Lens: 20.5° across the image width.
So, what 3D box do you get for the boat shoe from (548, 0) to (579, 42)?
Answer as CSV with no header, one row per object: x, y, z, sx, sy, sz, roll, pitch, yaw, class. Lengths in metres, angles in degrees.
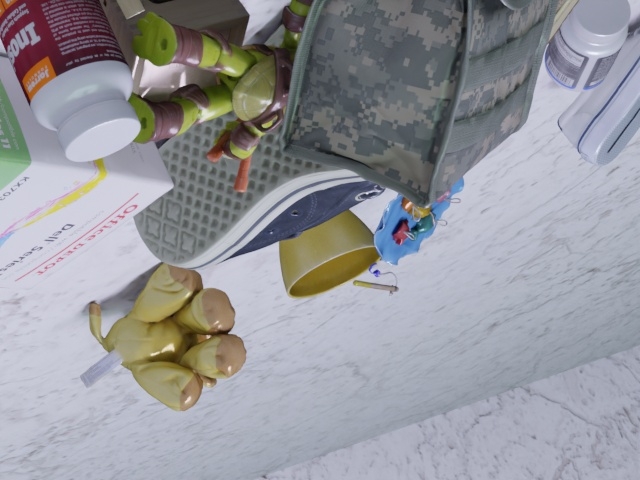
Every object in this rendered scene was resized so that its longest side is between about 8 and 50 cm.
0.197,-0.268,1.696,0.342,0.123,0.123,-34,148,26,boat shoe

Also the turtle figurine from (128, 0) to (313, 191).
-0.066,-0.125,1.494,0.217,0.087,0.269,-8,141,-43,turtle figurine

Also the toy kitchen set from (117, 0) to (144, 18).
-0.189,-0.210,1.387,0.075,0.083,0.068,-26,-155,2,toy kitchen set

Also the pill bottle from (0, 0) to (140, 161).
-0.201,-0.144,1.410,0.086,0.152,0.086,-23,163,-8,pill bottle

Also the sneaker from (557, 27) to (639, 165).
0.382,-0.215,2.153,0.258,0.091,0.094,-52,152,12,sneaker

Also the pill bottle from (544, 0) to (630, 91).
0.303,-0.230,2.002,0.078,0.078,0.137,-22,163,-12,pill bottle

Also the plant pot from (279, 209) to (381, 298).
0.000,0.000,2.227,0.134,0.095,0.134,-24,163,-8,plant pot

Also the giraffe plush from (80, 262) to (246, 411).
-0.186,0.131,2.267,0.210,0.181,0.170,-21,172,13,giraffe plush

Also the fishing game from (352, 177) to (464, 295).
0.134,-0.046,2.189,0.264,0.041,0.189,-58,157,4,fishing game

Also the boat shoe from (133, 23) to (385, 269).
0.012,-0.120,1.758,0.500,0.187,0.156,-33,168,39,boat shoe

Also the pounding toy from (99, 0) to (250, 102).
-0.131,-0.175,1.551,0.141,0.100,0.130,-19,148,-30,pounding toy

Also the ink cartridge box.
-0.283,-0.055,1.617,0.207,0.119,0.353,-34,161,24,ink cartridge box

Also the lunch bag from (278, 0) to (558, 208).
0.103,-0.207,1.439,0.235,0.169,0.287,-39,146,-60,lunch bag
